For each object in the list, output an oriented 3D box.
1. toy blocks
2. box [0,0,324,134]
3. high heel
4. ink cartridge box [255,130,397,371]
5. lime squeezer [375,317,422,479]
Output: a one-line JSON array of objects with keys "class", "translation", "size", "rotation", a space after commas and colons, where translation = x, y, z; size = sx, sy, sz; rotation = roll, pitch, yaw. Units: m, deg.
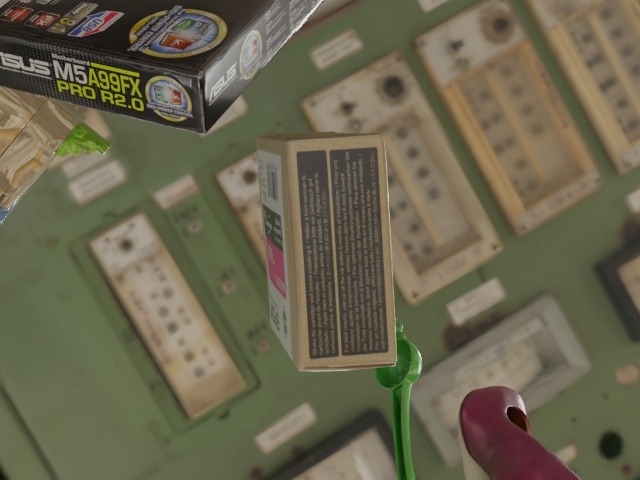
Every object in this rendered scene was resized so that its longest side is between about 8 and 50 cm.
[{"class": "toy blocks", "translation": [-0.495, -0.143, 1.481], "size": [0.261, 0.381, 0.191], "rotation": [-50, -170, 5]}, {"class": "box", "translation": [-0.137, -0.210, 1.052], "size": [0.216, 0.060, 0.270], "rotation": [15, -137, 20]}, {"class": "high heel", "translation": [0.237, 0.247, 1.278], "size": [0.181, 0.127, 0.377], "rotation": [-12, -165, 20]}, {"class": "ink cartridge box", "translation": [0.000, 0.000, 1.048], "size": [0.088, 0.193, 0.234], "rotation": [-4, -174, -9]}, {"class": "lime squeezer", "translation": [0.043, 0.104, 1.225], "size": [0.110, 0.310, 0.059], "rotation": [-17, 164, -37]}]
